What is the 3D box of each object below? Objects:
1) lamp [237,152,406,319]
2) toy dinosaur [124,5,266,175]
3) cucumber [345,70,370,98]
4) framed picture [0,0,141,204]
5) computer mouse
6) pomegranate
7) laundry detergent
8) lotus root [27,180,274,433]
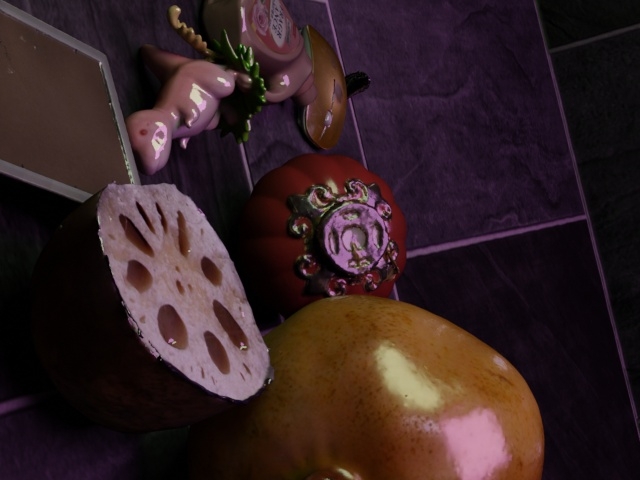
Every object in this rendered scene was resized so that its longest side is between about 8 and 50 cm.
[{"bbox_3d":[0.000,0.000,1.930,0.227,0.227,0.227,42,41,-51],"label":"lamp"},{"bbox_3d":[-0.171,-0.159,1.782,0.177,0.152,0.194,-5,69,-27],"label":"toy dinosaur"},{"bbox_3d":[0.045,-0.243,2.356,0.034,0.033,0.135,38,24,9],"label":"cucumber"},{"bbox_3d":[-0.287,-0.139,1.556,0.293,0.018,0.231,25,44,-60],"label":"framed picture"},{"bbox_3d":[0.001,-0.231,2.241,0.102,0.045,0.199,41,41,-48],"label":"computer mouse"},{"bbox_3d":[0.046,0.267,1.638,0.416,0.417,0.416,42,41,-51],"label":"pomegranate"},{"bbox_3d":[-0.078,-0.250,2.049,0.237,0.076,0.171,57,31,-39],"label":"laundry detergent"},{"bbox_3d":[-0.189,0.077,1.501,0.272,0.192,0.272,40,37,-38],"label":"lotus root"}]
